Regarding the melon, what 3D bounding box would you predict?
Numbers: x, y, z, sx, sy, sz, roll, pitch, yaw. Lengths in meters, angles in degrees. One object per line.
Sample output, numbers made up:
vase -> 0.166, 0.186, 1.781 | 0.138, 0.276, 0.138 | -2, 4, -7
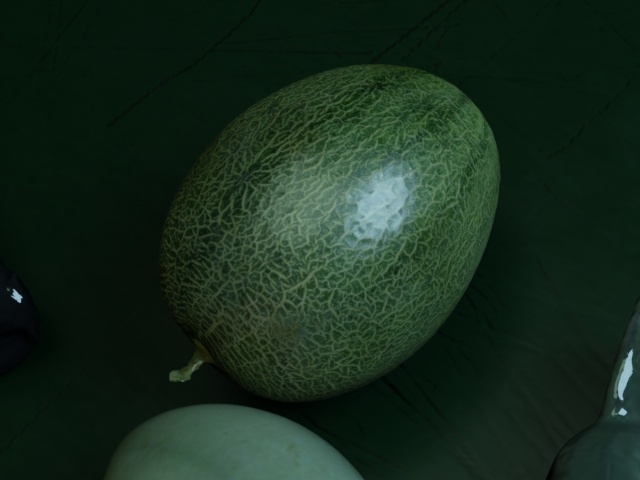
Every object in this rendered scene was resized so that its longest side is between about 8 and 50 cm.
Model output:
melon -> 0.000, 0.000, 0.620 | 0.192, 0.139, 0.139 | -45, 60, -11

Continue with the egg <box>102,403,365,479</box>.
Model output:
egg -> -0.034, 0.131, 0.567 | 0.152, 0.114, 0.114 | 31, 73, 30

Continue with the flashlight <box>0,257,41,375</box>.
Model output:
flashlight -> -0.228, -0.023, 0.727 | 0.093, 0.093, 0.232 | -29, 61, -2

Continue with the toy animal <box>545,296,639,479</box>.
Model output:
toy animal -> 0.130, 0.143, 0.539 | 0.108, 0.138, 0.236 | -44, 21, 35
